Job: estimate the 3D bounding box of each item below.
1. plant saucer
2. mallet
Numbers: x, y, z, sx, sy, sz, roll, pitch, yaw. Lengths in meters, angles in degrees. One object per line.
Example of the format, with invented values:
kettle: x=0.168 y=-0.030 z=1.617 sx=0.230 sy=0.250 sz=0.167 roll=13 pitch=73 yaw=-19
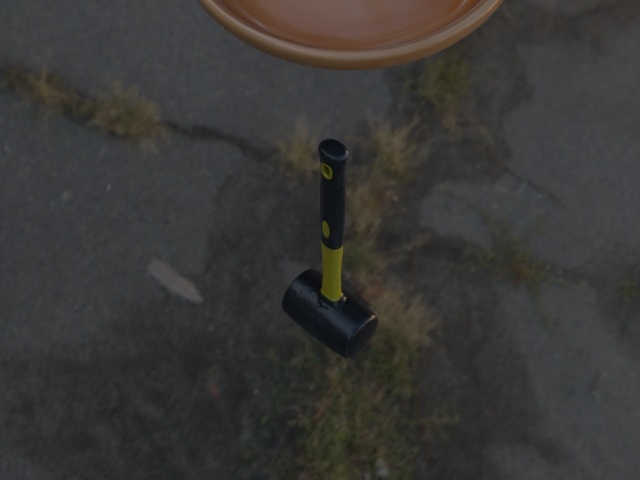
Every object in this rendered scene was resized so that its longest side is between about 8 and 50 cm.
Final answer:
plant saucer: x=0.017 y=-0.175 z=0.714 sx=0.199 sy=0.037 sz=0.200 roll=0 pitch=63 yaw=0
mallet: x=0.000 y=0.000 z=0.791 sx=0.062 sy=0.190 sz=0.039 roll=31 pitch=59 yaw=29
